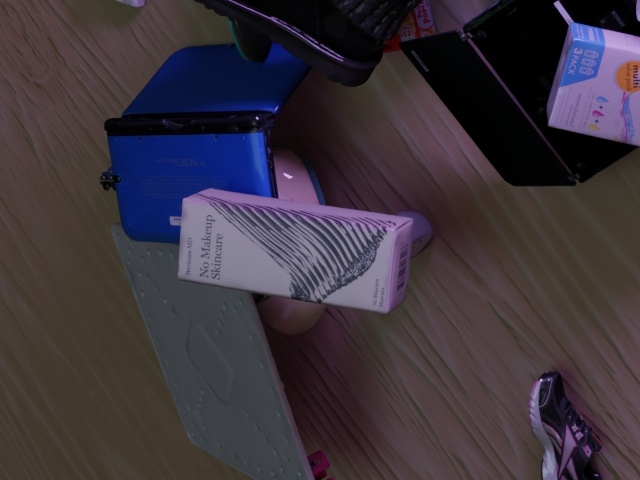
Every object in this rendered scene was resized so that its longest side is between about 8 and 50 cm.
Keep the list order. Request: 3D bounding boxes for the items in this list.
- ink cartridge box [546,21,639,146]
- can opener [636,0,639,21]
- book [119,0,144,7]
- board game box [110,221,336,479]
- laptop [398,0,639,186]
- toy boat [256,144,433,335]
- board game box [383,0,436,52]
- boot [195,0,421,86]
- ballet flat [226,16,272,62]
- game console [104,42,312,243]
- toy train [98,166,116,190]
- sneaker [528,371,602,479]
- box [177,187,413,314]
[{"bbox_3d":[0.345,-0.160,1.542,0.181,0.061,0.104,12,116,0],"label":"ink cartridge box"},{"bbox_3d":[0.449,-0.215,1.462,0.283,0.095,0.076,31,91,26],"label":"can opener"},{"bbox_3d":[-0.287,-0.420,2.063,0.096,0.035,0.144,25,121,26],"label":"book"},{"bbox_3d":[-0.141,0.167,2.063,0.390,0.050,0.389,15,127,56],"label":"board game box"},{"bbox_3d":[0.259,-0.193,1.648,0.264,0.136,0.234,-34,108,20],"label":"laptop"},{"bbox_3d":[0.000,0.000,1.935,0.318,0.148,0.267,4,105,48],"label":"toy boat"},{"bbox_3d":[0.057,-0.331,1.792,0.147,0.045,0.193,-4,106,40],"label":"board game box"},{"bbox_3d":[-0.016,-0.368,1.683,0.348,0.131,0.260,31,132,-4],"label":"boot"},{"bbox_3d":[-0.091,-0.376,1.860,0.096,0.095,0.280,-14,93,28],"label":"ballet flat"},{"bbox_3d":[-0.132,-0.134,1.940,0.293,0.173,0.250,3,106,41],"label":"game console"},{"bbox_3d":[-0.285,-0.096,2.199,0.158,0.027,0.036,1,105,40],"label":"toy train"},{"bbox_3d":[0.318,0.245,1.813,0.077,0.072,0.178,-3,115,29],"label":"sneaker"},{"bbox_3d":[-0.031,0.011,1.751,0.275,0.094,0.113,7,102,17],"label":"box"}]
